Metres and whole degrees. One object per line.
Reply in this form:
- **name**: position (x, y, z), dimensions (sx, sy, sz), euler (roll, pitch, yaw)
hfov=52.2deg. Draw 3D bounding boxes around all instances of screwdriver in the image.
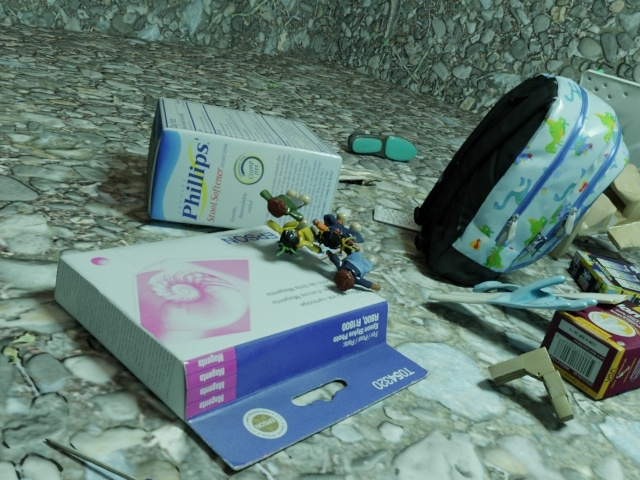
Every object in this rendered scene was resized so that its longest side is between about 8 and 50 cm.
- **screwdriver**: position (-0.152, 0.188, 0.527), dimensions (0.170, 0.024, 0.025), euler (21, 51, 20)

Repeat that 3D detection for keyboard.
- **keyboard**: position (0.232, -0.023, 1.314), dimensions (0.256, 0.014, 0.072), euler (15, 21, 1)

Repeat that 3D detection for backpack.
- **backpack**: position (0.343, -0.112, 1.131), dimensions (0.273, 0.355, 0.290), euler (19, 24, -1)

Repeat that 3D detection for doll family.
- **doll family**: position (0.000, 0.000, 0.851), dimensions (0.193, 0.076, 0.111), euler (24, 15, 9)

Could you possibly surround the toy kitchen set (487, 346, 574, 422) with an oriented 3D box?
- **toy kitchen set**: position (0.259, 0.188, 0.798), dimensions (0.068, 0.075, 0.083), euler (47, 24, -57)

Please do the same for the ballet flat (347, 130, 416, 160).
- **ballet flat**: position (0.165, -0.262, 1.790), dimensions (0.203, 0.074, 0.074), euler (4, 24, -21)

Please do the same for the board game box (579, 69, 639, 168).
- **board game box**: position (0.784, -0.183, 1.574), dimensions (0.050, 0.390, 0.390), euler (-30, 44, -29)

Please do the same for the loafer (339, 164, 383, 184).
- **loafer**: position (0.084, -0.143, 1.493), dimensions (0.125, 0.039, 0.045), euler (10, -11, -21)

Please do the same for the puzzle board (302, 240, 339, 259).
- **puzzle board**: position (-0.044, 0.000, 1.077), dimensions (0.128, 0.011, 0.096), euler (25, 24, 23)

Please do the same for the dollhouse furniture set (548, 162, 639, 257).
- **dollhouse furniture set**: position (0.616, -0.092, 1.505), dimensions (0.362, 0.256, 0.394), euler (-3, 44, -16)

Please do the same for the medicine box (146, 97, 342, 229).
- **medicine box**: position (-0.144, -0.130, 1.128), dimensions (0.289, 0.149, 0.263), euler (6, 20, -18)

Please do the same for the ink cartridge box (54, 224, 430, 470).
- **ink cartridge box**: position (-0.078, 0.087, 0.763), dimensions (0.330, 0.071, 0.324), euler (29, 25, 35)

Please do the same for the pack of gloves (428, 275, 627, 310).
- **pack of gloves**: position (0.309, 0.067, 0.972), dimensions (0.232, 0.046, 0.195), euler (2, 4, 39)

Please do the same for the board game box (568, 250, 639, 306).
- **board game box**: position (0.558, 0.085, 1.214), dimensions (0.141, 0.048, 0.170), euler (16, 21, -2)

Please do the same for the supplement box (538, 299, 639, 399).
- **supplement box**: position (0.410, 0.147, 0.916), dimensions (0.188, 0.081, 0.104), euler (-2, 27, -37)
